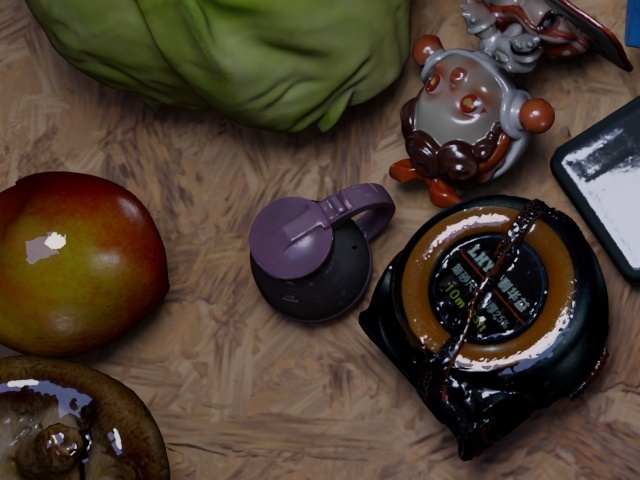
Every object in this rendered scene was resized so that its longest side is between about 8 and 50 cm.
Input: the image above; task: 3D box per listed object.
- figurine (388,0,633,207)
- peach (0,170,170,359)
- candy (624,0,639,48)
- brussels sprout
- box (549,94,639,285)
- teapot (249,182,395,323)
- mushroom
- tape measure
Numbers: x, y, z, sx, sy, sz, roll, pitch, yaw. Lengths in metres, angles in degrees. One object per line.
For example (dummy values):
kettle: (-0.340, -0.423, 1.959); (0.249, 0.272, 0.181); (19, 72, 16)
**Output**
figurine: (0.151, -0.138, 1.686); (0.183, 0.160, 0.226); (38, 94, 18)
peach: (-0.241, 0.021, 1.709); (0.197, 0.197, 0.197); (-3, 76, 11)
candy: (0.445, -0.233, 1.635); (0.306, 0.100, 0.157); (12, 54, 11)
brussels sprout: (-0.117, -0.318, 1.658); (0.425, 0.361, 0.342); (12, 69, 18)
box: (0.348, -0.077, 1.672); (0.230, 0.050, 0.160); (-33, 72, 2)
teapot: (-0.001, 0.010, 1.673); (0.148, 0.146, 0.116); (-7, 75, 10)
mushroom: (-0.249, 0.203, 1.677); (0.231, 0.194, 0.138); (27, 43, 5)
tape measure: (0.160, 0.067, 1.637); (0.223, 0.135, 0.202); (-40, 62, -2)
